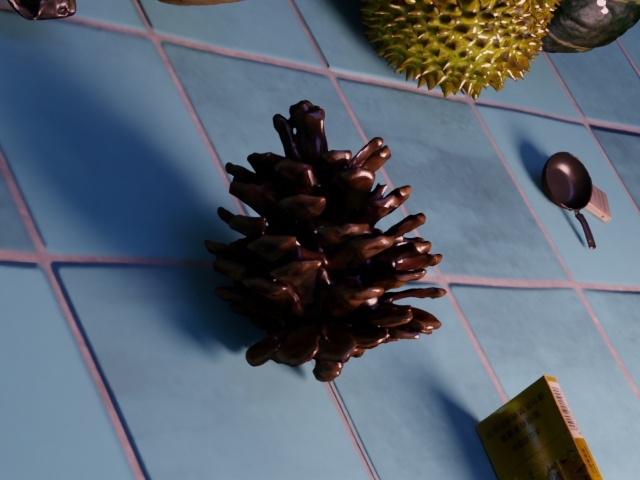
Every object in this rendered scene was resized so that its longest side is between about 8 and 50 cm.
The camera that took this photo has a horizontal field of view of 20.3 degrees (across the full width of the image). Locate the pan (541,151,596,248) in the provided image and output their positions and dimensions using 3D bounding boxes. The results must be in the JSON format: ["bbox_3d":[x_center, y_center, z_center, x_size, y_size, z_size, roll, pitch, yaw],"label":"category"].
[{"bbox_3d":[0.276,-0.041,1.967,0.068,0.023,0.115,-7,75,-37],"label":"pan"}]

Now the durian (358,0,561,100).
[{"bbox_3d":[0.148,-0.298,1.892,0.291,0.225,0.291,38,33,-30],"label":"durian"}]

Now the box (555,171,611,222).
[{"bbox_3d":[0.296,-0.057,2.024,0.083,0.012,0.046,33,34,-27],"label":"box"}]

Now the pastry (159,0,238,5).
[{"bbox_3d":[-0.093,-0.368,1.579,0.136,0.330,0.329,-5,59,-56],"label":"pastry"}]

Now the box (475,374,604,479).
[{"bbox_3d":[0.195,0.202,1.518,0.022,0.089,0.156,13,47,-44],"label":"box"}]

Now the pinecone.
[{"bbox_3d":[-0.002,0.000,1.409,0.212,0.169,0.185,65,16,1],"label":"pinecone"}]

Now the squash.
[{"bbox_3d":[0.290,-0.350,2.119,0.165,0.252,0.252,-14,67,-46],"label":"squash"}]

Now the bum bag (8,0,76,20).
[{"bbox_3d":[-0.273,-0.282,1.471,0.102,0.069,0.248,8,47,-48],"label":"bum bag"}]
